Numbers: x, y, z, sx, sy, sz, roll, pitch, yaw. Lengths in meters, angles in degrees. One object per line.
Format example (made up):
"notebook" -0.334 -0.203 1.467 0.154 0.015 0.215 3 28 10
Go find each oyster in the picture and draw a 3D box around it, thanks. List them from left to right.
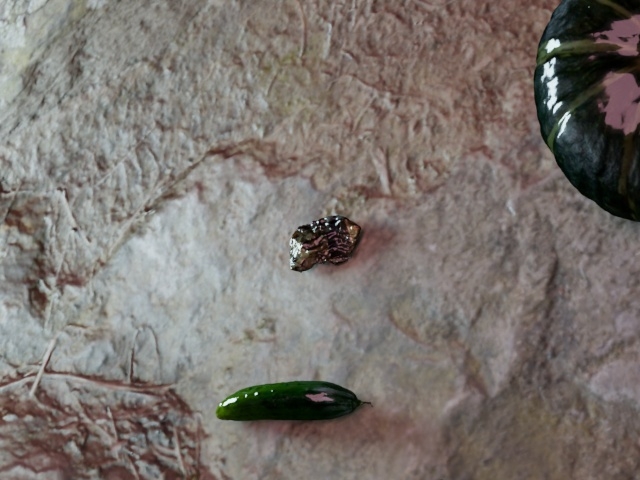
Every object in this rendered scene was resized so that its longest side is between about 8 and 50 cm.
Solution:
"oyster" 0.003 0.000 1.366 0.083 0.019 0.054 -15 66 21

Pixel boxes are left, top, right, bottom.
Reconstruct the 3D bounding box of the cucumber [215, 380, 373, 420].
"cucumber" -0.030 0.153 1.319 0.168 0.039 0.039 -6 70 26

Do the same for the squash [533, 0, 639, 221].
"squash" 0.307 -0.137 1.181 0.252 0.165 0.252 -7 72 21
